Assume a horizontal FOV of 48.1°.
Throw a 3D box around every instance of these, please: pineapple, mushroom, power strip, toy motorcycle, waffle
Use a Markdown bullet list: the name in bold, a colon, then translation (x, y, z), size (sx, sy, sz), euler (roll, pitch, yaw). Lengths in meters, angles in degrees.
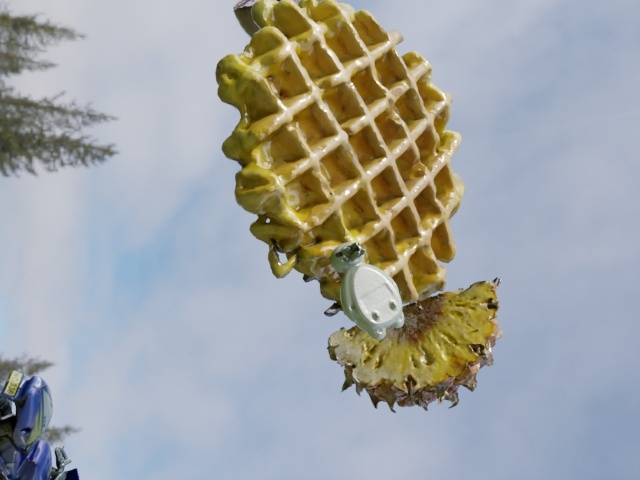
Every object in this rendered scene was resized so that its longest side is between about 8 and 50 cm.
- **pineapple**: translation (0.131, 0.143, 0.860), size (0.079, 0.233, 0.135), euler (65, 4, -57)
- **mushroom**: translation (-0.055, -0.394, 1.220), size (0.141, 0.188, 0.117), euler (25, -31, 41)
- **power strip**: translation (0.039, 0.037, 0.580), size (0.083, 0.055, 0.035), euler (60, -31, 6)
- **toy motorcycle**: translation (-0.365, 0.247, 0.835), size (0.113, 0.169, 0.315), euler (-82, -172, -46)
- **waffle**: translation (0.034, -0.081, 0.672), size (0.062, 0.329, 0.329), euler (-8, -97, 45)
